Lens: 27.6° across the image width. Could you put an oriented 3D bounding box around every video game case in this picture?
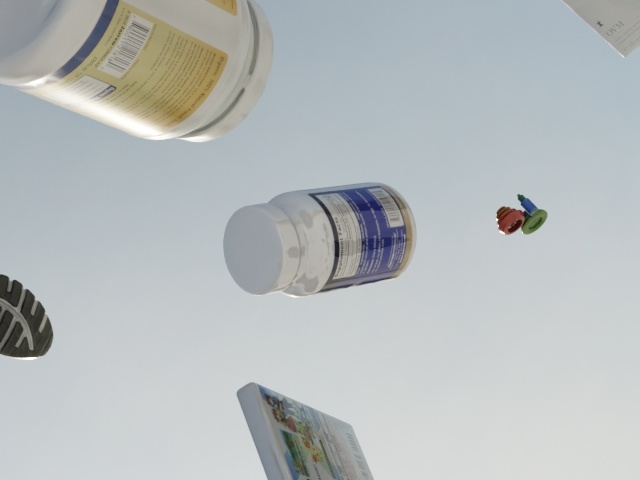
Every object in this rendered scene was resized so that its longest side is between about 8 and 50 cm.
[{"bbox_3d":[0.021,0.370,1.781,0.036,0.329,0.300,-32,-31,16],"label":"video game case"}]

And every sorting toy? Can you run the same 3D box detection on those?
[{"bbox_3d":[0.317,-0.043,2.073,0.102,0.042,0.061,-5,-44,-43],"label":"sorting toy"}]

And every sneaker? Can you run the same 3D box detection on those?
[{"bbox_3d":[-0.393,0.073,1.431,0.094,0.208,0.082,-36,30,62],"label":"sneaker"}]

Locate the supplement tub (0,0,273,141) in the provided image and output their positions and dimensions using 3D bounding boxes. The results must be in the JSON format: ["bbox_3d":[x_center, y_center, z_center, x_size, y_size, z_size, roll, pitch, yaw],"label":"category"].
[{"bbox_3d":[-0.222,-0.244,1.460,0.316,0.228,0.228,21,-74,-52],"label":"supplement tub"}]

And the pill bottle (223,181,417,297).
[{"bbox_3d":[0.000,0.000,1.861,0.264,0.153,0.153,-8,-52,-44],"label":"pill bottle"}]

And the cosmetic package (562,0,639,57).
[{"bbox_3d":[0.493,-0.458,2.076,0.224,0.224,0.138,-42,14,38],"label":"cosmetic package"}]
